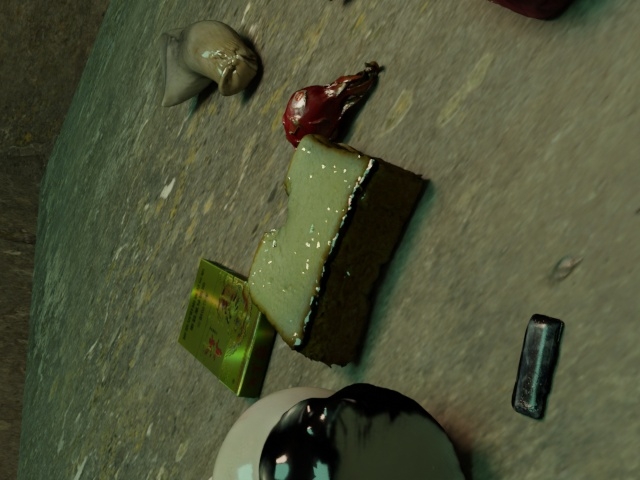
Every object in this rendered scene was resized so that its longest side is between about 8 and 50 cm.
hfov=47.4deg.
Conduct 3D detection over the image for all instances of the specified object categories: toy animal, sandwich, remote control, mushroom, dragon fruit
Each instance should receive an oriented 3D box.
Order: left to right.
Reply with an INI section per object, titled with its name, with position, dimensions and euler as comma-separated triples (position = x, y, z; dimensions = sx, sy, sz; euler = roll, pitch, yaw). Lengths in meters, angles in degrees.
[mushroom]
position = -0.246, -0.387, 1.566
dimensions = 0.397, 0.126, 0.177
euler = 10, 96, 60
[sandwich]
position = 0.001, 0.000, 0.995
dimensions = 0.249, 0.095, 0.273
euler = 37, 109, 58
[dragon fruit]
position = 0.008, -0.207, 1.085
dimensions = 0.190, 0.094, 0.094
euler = -46, 41, 35
[toy animal]
position = 0.011, 0.259, 0.771
dimensions = 0.266, 0.212, 0.213
euler = -26, 56, 58
[remote control]
position = 0.200, 0.117, 0.681
dimensions = 0.039, 0.014, 0.096
euler = 11, 88, 61

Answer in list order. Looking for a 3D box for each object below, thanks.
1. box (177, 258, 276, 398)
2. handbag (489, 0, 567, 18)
[box]
position = -0.165, 0.142, 1.272
dimensions = 0.311, 0.043, 0.173
euler = 19, 94, 60
[handbag]
position = 0.185, -0.335, 0.784
dimensions = 0.146, 0.135, 0.225
euler = -67, 31, 24
